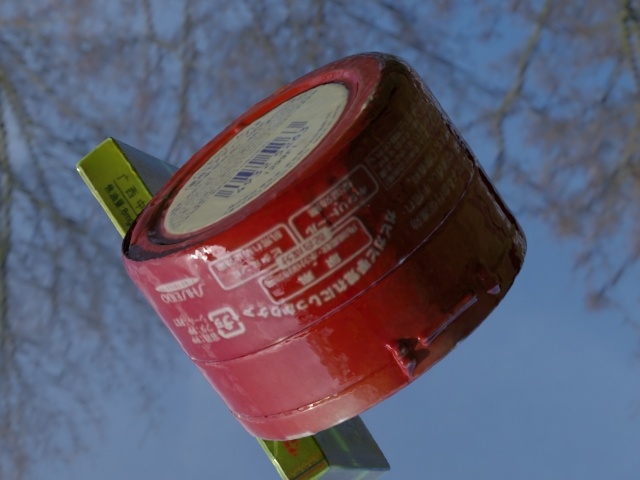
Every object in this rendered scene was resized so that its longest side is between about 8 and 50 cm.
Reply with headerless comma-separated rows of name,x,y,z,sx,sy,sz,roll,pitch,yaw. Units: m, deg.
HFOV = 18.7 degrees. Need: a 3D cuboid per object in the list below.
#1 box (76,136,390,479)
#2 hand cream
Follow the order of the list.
box,-0.066,0.062,1.529,0.311,0.043,0.173,55,-170,16
hand cream,0.000,0.000,1.204,0.149,0.230,0.230,54,-149,-20
